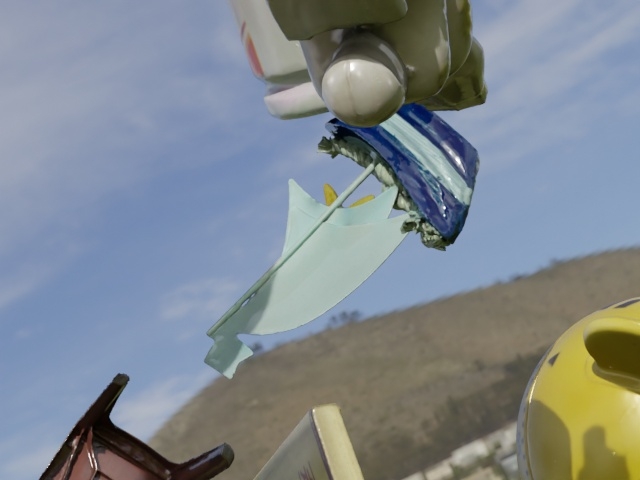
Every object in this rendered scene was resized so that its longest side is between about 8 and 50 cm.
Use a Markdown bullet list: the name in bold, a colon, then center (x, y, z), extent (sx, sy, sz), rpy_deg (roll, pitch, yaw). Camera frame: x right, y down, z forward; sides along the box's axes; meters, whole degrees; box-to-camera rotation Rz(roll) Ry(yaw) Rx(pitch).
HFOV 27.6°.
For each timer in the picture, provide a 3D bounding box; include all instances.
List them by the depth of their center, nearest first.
- **timer**: center (0.398, 0.212, 1.390), extent (0.376, 0.376, 0.387), rpy_deg (-19, -14, -21)

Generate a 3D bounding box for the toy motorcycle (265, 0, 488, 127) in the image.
- **toy motorcycle**: center (0.036, -0.165, 0.776), extent (0.108, 0.223, 0.340), rpy_deg (-8, -13, 21)

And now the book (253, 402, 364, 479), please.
- **book**: center (0.001, 0.222, 0.919), extent (0.026, 0.161, 0.231), rpy_deg (-13, -19, -19)

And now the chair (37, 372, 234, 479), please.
- **chair**: center (-0.265, 0.322, 1.549), extent (0.326, 0.175, 0.183), rpy_deg (-40, 16, 54)

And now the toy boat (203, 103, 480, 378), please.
- **toy boat**: center (0.000, 0.000, 1.110), extent (0.291, 0.220, 0.067), rpy_deg (-43, -50, -1)

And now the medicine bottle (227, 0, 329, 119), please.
- **medicine bottle**: center (-0.005, -0.289, 1.189), extent (0.202, 0.316, 0.202), rpy_deg (-18, 13, 4)
